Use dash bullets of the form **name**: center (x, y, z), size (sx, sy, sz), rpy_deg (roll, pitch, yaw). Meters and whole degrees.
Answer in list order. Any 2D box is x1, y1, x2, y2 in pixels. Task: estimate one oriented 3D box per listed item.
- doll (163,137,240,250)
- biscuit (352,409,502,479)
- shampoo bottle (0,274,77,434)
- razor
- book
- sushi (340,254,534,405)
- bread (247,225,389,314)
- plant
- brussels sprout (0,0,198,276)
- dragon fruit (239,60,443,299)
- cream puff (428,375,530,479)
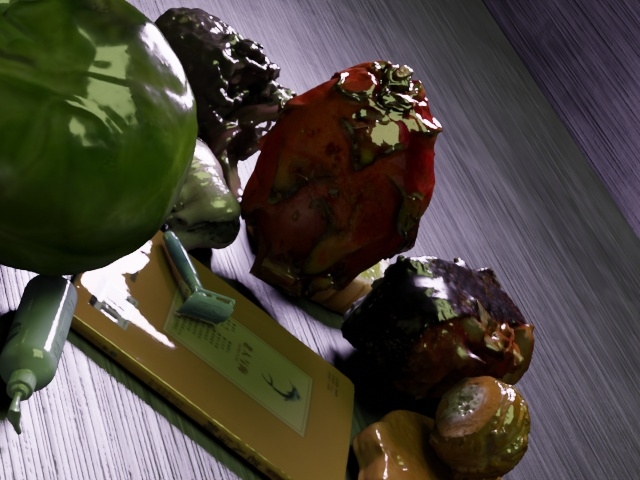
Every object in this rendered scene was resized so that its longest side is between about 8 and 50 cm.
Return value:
- **doll**: center (-0.171, -0.068, 1.660), size (0.149, 0.095, 0.192), rpy_deg (3, 50, -56)
- **biscuit**: center (0.162, 0.348, 1.588), size (0.312, 0.057, 0.351), rpy_deg (36, 22, -23)
- **shampoo bottle**: center (-0.272, 0.104, 1.237), size (0.056, 0.056, 0.195), rpy_deg (38, 23, -20)
- **razor**: center (-0.155, 0.037, 1.517), size (0.068, 0.040, 0.135), rpy_deg (23, 24, -43)
- **book**: center (-0.115, 0.130, 1.504), size (0.389, 0.032, 0.269), rpy_deg (40, 24, -13)
- **sushi**: center (0.168, 0.139, 1.792), size (0.343, 0.196, 0.182), rpy_deg (17, 43, -57)
- **bread**: center (0.000, 0.000, 1.877), size (0.236, 0.070, 0.236), rpy_deg (38, 25, -21)
- **plant**: center (-0.151, -0.204, 1.809), size (0.234, 0.204, 0.178), rpy_deg (46, 23, 18)
- **brussels sprout**: center (-0.300, -0.121, 1.286), size (0.355, 0.281, 0.289), rpy_deg (18, 61, -8)
- **dragon fruit**: center (0.029, -0.073, 1.691), size (0.250, 0.250, 0.315), rpy_deg (20, 75, -48)
- **cream puff**: center (0.204, 0.238, 1.627), size (0.103, 0.126, 0.144), rpy_deg (54, 23, -26)
